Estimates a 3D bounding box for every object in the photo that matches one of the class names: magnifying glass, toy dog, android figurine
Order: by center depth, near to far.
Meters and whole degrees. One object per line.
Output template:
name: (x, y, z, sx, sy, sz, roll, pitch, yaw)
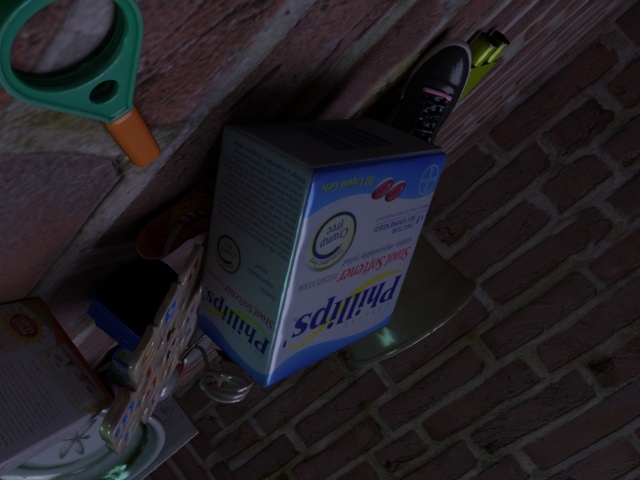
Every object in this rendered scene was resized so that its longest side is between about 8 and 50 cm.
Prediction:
magnifying glass: (-0.153, -0.104, 0.373, 0.092, 0.026, 0.231, -38, 174, -11)
toy dog: (-0.248, 0.156, 0.970, 0.220, 0.161, 0.333, 3, -169, -20)
android figurine: (0.273, -0.324, 1.118, 0.248, 0.056, 0.273, -33, 170, -48)

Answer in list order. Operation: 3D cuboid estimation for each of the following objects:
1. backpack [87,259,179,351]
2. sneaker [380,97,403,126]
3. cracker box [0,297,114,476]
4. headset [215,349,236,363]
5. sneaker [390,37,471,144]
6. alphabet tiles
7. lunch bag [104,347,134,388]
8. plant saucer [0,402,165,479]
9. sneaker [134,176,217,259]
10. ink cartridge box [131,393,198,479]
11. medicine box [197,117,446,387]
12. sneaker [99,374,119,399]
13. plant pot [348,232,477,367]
backpack: (-0.264, 0.088, 0.766, 0.101, 0.098, 0.120, -40, -173, 46)
sneaker: (0.121, -0.180, 1.091, 0.145, 0.090, 0.270, -40, 177, -17)
cracker box: (-0.334, 0.150, 0.510, 0.067, 0.156, 0.232, -40, 173, 12)
headset: (-0.209, 0.225, 1.421, 0.393, 0.244, 0.185, -12, 153, 17)
sneaker: (0.178, -0.192, 0.915, 0.147, 0.104, 0.296, -87, -160, -45)
alphabet tiles: (-0.206, 0.133, 0.700, 0.278, 0.021, 0.284, 115, -3, -57)
lunch bag: (-0.403, 0.263, 1.203, 0.129, 0.096, 0.151, -49, -177, 45)
plant saucer: (-0.552, 0.450, 1.152, 0.400, 0.101, 0.401, -18, 139, -17)
sneaker: (-0.166, -0.035, 0.685, 0.175, 0.064, 0.067, -31, -169, -22)
ink cartridge box: (-0.514, 0.493, 1.366, 0.296, 0.261, 0.066, -36, 173, -25)
medicine box: (0.000, 0.000, 0.695, 0.263, 0.149, 0.290, -16, 128, -45)
sneaker: (-0.482, 0.361, 1.310, 0.319, 0.112, 0.131, -36, 175, -34)
plant pot: (0.124, 0.062, 1.192, 0.333, 0.306, 0.334, -34, 179, -1)
